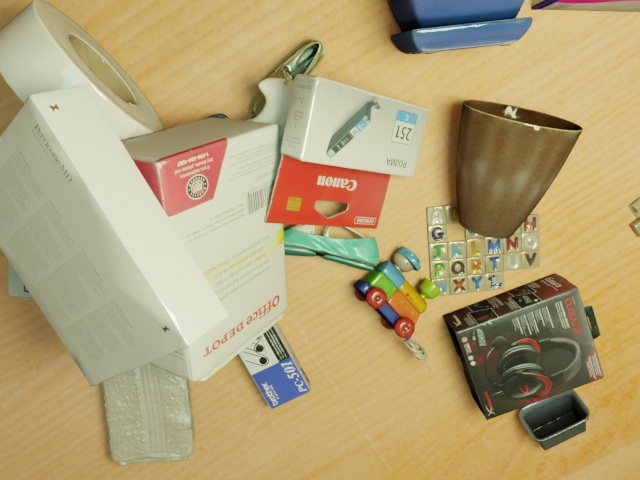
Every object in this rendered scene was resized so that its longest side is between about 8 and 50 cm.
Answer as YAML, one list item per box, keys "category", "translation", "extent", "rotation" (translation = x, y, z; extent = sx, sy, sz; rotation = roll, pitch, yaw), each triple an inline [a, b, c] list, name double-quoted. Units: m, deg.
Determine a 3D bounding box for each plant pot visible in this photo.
- category: "plant pot"
  translation: [0.349, -0.128, 1.054]
  extent: [0.216, 0.215, 0.230]
  rotation: [8, 113, -4]
- category: "plant pot"
  translation: [0.231, -0.440, 0.955]
  extent: [0.236, 0.236, 0.212]
  rotation: [-6, 109, -1]

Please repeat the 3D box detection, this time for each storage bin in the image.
- category: "storage bin"
  translation: [0.524, 0.403, 1.235]
  extent: [0.135, 0.098, 0.091]
  rotation: [-28, 130, 4]

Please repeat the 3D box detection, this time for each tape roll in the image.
- category: "tape roll"
  translation: [-0.402, -0.258, 0.938]
  extent: [0.100, 0.286, 0.286]
  rotation: [-38, 102, 5]

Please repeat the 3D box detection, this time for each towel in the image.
- category: "towel"
  translation: [-0.376, 0.358, 1.202]
  extent: [0.187, 0.049, 0.282]
  rotation: [-4, 103, -2]

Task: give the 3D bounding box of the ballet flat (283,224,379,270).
- category: "ballet flat"
  translation: [0.000, 0.000, 1.129]
  extent: [0.248, 0.083, 0.087]
  rotation: [11, 78, -5]

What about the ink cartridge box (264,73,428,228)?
- category: "ink cartridge box"
  translation: [0.057, -0.142, 1.013]
  extent: [0.296, 0.066, 0.261]
  rotation: [1, 107, -42]

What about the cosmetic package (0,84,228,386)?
- category: "cosmetic package"
  translation: [-0.342, 0.012, 0.815]
  extent: [0.284, 0.097, 0.377]
  rotation: [-25, 98, 40]

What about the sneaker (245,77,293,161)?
- category: "sneaker"
  translation: [-0.090, -0.171, 1.057]
  extent: [0.129, 0.111, 0.297]
  rotation: [20, 112, 2]

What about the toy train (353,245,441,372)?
- category: "toy train"
  translation: [0.199, 0.141, 1.157]
  extent: [0.143, 0.105, 0.248]
  rotation: [-45, 101, -6]

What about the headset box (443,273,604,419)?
- category: "headset box"
  translation: [0.442, 0.217, 1.171]
  extent: [0.293, 0.110, 0.218]
  rotation: [-20, 102, 3]

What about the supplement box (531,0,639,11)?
- category: "supplement box"
  translation: [0.523, -0.487, 1.012]
  extent: [0.220, 0.111, 0.113]
  rotation: [1, 102, -3]

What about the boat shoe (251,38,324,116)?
- category: "boat shoe"
  translation: [-0.066, -0.308, 1.048]
  extent: [0.068, 0.072, 0.190]
  rotation: [38, 99, -10]

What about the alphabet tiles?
- category: "alphabet tiles"
  translation: [0.349, 0.014, 1.173]
  extent: [0.237, 0.009, 0.198]
  rotation: [-6, 103, 0]

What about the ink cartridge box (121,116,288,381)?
- category: "ink cartridge box"
  translation: [-0.204, 0.004, 0.965]
  extent: [0.161, 0.279, 0.384]
  rotation: [13, 117, 30]

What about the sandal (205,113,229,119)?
- category: "sandal"
  translation: [-0.209, -0.167, 1.098]
  extent: [0.067, 0.040, 0.179]
  rotation: [8, 117, 1]

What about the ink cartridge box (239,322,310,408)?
- category: "ink cartridge box"
  translation: [-0.111, 0.252, 1.189]
  extent: [0.097, 0.046, 0.207]
  rotation: [-26, 103, 5]

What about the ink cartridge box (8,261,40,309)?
- category: "ink cartridge box"
  translation: [-0.426, 0.041, 1.084]
  extent: [0.310, 0.130, 0.271]
  rotation: [4, 102, -4]

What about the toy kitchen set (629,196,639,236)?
- category: "toy kitchen set"
  translation: [0.691, -0.055, 1.136]
  extent: [0.083, 0.075, 0.068]
  rotation: [-40, 100, 2]
